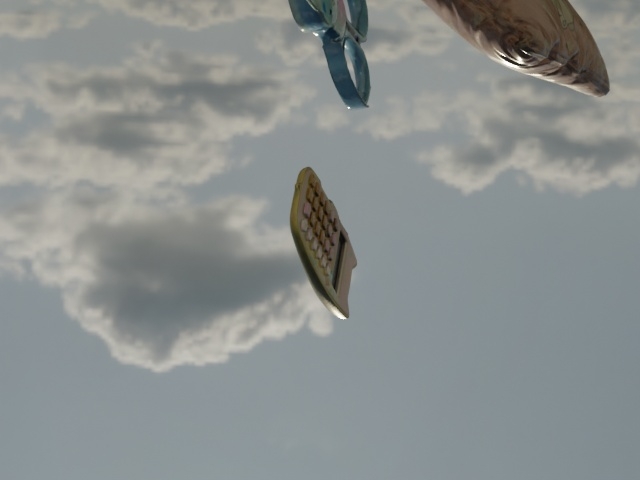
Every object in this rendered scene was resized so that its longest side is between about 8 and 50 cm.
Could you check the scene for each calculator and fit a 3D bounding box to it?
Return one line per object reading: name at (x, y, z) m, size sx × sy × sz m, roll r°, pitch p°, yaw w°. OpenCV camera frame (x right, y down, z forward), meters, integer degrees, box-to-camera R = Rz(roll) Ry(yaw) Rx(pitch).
calculator at (0.000, 0.000, 1.712) m, size 0.033 × 0.236 × 0.157 m, roll -7°, pitch -135°, yaw 19°

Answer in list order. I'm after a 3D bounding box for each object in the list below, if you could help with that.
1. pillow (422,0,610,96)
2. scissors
pillow at (0.154, -0.222, 1.042) m, size 0.223 × 0.084 × 0.236 m, roll 52°, pitch -156°, yaw 22°
scissors at (-0.005, -0.192, 0.919) m, size 0.030 × 0.125 × 0.256 m, roll -8°, pitch 166°, yaw 19°
